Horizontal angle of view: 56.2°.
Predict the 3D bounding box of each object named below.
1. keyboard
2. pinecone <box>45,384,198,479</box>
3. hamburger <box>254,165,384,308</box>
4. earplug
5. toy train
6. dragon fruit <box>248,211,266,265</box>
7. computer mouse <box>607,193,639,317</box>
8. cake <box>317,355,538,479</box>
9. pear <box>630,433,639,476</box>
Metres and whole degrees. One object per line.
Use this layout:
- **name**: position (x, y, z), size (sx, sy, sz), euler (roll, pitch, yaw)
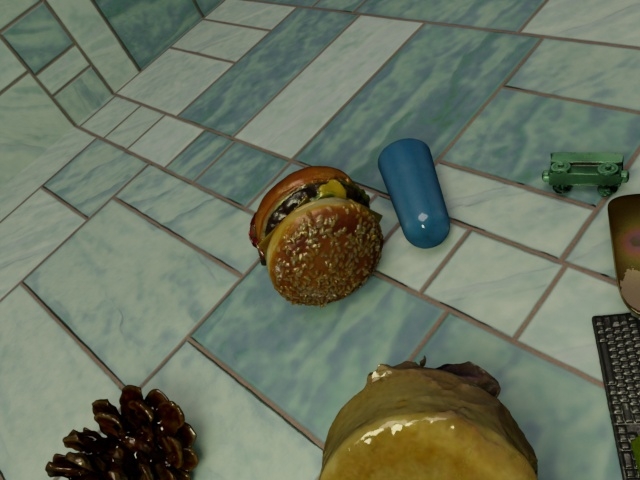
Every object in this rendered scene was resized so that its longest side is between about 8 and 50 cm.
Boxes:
- **keyboard**: position (0.523, 0.252, 0.985), size (0.100, 0.018, 0.310), euler (-8, 48, 21)
- **pinecone**: position (-0.374, 0.409, 1.125), size (0.244, 0.244, 0.309), euler (0, 12, 27)
- **hamburger**: position (0.000, 0.000, 1.304), size (0.291, 0.291, 0.225), euler (-30, 45, -1)
- **earplug**: position (0.222, -0.098, 1.378), size (0.132, 0.132, 0.273), euler (-19, 49, 10)
- **toy train**: position (0.570, -0.149, 1.288), size (0.172, 0.070, 0.099), euler (5, 44, 30)
- **dragon fruit**: position (-0.116, -0.017, 1.486), size (0.121, 0.130, 0.142), euler (-14, 33, -34)
- **computer mouse**: position (0.621, 0.013, 1.102), size (0.158, 0.072, 0.310), euler (0, 47, 20)
- **cake**: position (0.163, 0.343, 0.938), size (0.332, 0.332, 0.321), euler (-17, 8, 13)
- **pear**: position (0.552, 0.262, 0.767), size (0.281, 0.286, 0.176), euler (-25, 58, -16)
